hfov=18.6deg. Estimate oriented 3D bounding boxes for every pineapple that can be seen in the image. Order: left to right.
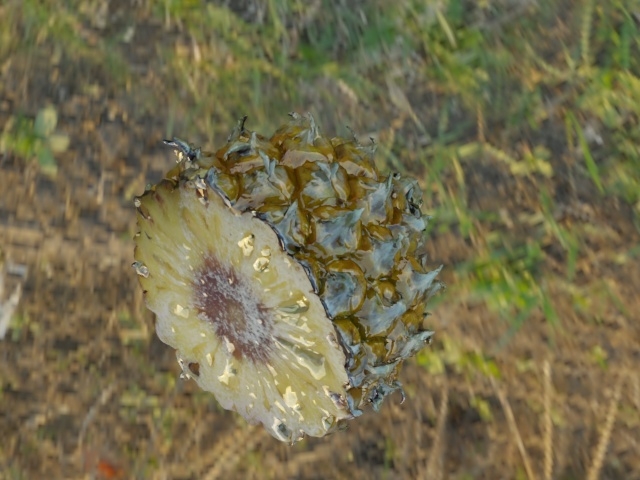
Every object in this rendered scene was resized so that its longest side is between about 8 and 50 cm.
[{"bbox_3d":[0.003,0.003,1.009,0.137,0.161,0.176,-36,135,-34],"label":"pineapple"}]
